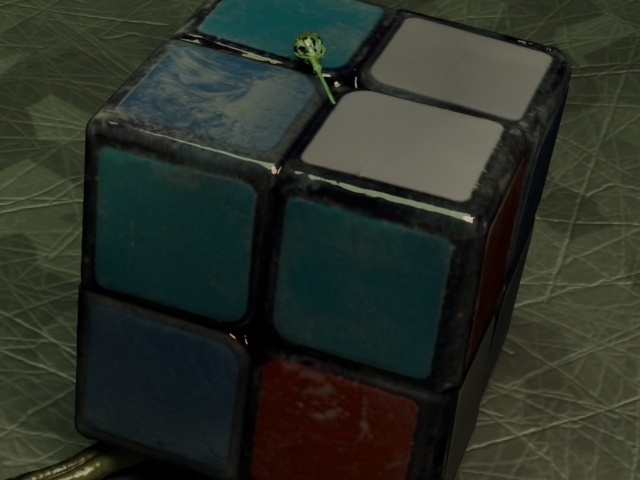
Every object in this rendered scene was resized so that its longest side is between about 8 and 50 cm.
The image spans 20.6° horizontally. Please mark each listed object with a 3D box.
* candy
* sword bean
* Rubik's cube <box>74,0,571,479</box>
[{"bbox_3d":[0.000,-0.128,1.330,0.023,0.025,0.083,-26,48,1],"label":"candy"},{"bbox_3d":[-0.249,0.205,1.409,0.269,0.038,0.043,-21,51,-28],"label":"sword bean"},{"bbox_3d":[0.000,0.000,1.433,0.318,0.316,0.313,15,33,12],"label":"Rubik's cube"}]
